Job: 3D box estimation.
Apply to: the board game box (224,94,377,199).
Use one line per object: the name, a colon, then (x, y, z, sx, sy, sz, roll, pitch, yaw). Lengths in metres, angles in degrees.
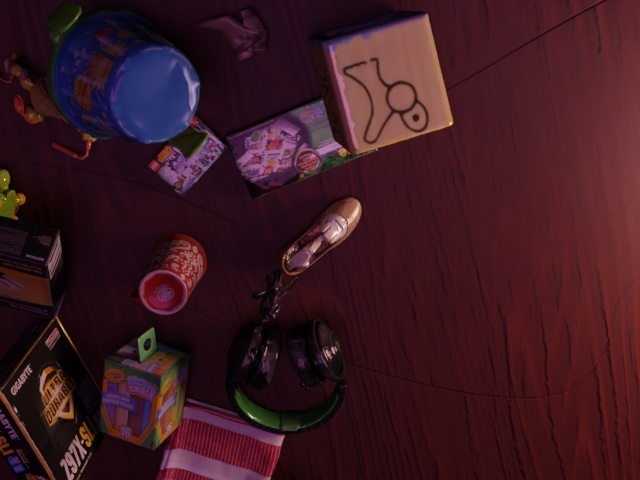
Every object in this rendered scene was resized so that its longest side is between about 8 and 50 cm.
board game box: (-0.036, -0.185, 1.843, 0.259, 0.030, 0.136, -21, 105, 9)

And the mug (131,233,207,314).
mug: (-0.292, 0.083, 1.873, 0.113, 0.169, 0.150, 25, 108, -7)

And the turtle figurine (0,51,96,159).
turtle figurine: (-0.489, -0.290, 1.793, 0.217, 0.087, 0.269, -42, 103, 15)

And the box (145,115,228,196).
box: (-0.254, -0.162, 1.860, 0.094, 0.027, 0.137, 40, 106, -10)

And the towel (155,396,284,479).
towel: (-0.231, 0.512, 2.093, 0.237, 0.037, 0.329, 18, 109, -5)

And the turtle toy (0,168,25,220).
turtle toy: (-0.623, -0.076, 1.880, 0.066, 0.095, 0.130, 28, 108, 14)

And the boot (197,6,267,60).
boot: (-0.156, -0.371, 1.776, 0.118, 0.042, 0.087, -13, 111, 7)

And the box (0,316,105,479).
box: (-0.527, 0.327, 1.888, 0.079, 0.322, 0.257, -21, 107, 11)

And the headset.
headset: (-0.073, 0.237, 1.910, 0.243, 0.185, 0.394, -2, 121, 3)

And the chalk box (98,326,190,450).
chalk box: (-0.348, 0.282, 1.950, 0.132, 0.132, 0.213, 16, 111, 15)

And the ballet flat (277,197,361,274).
ballet flat: (0.000, 0.000, 1.885, 0.073, 0.067, 0.206, 43, 105, -12)

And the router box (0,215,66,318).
router box: (-0.645, 0.031, 1.845, 0.308, 0.081, 0.243, 14, 151, -2)

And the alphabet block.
alphabet block: (0.100, -0.279, 1.699, 0.192, 0.193, 0.197, -16, 106, -3)

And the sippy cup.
sippy cup: (-0.324, -0.269, 1.675, 0.305, 0.224, 0.240, 2, 106, -34)
